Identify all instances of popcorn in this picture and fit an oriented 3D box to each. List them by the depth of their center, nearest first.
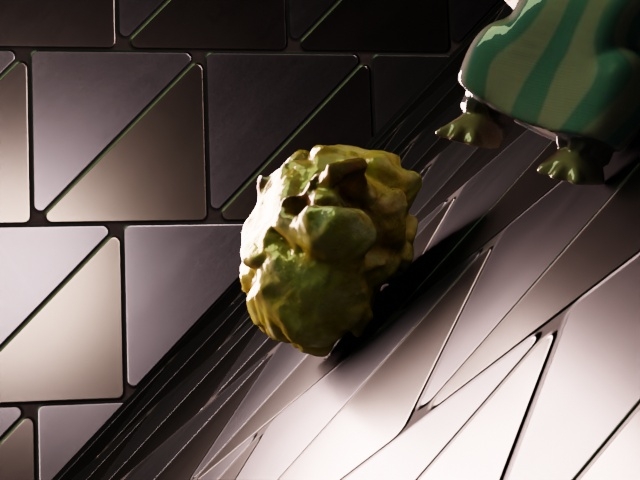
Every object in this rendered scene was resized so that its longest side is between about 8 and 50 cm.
[{"bbox_3d":[0.000,0.000,1.701,0.233,0.192,0.266,-55,-8,-24],"label":"popcorn"}]

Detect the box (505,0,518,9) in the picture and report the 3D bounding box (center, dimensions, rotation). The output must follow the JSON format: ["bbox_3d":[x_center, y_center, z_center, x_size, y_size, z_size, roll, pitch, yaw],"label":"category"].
[{"bbox_3d":[0.234,-0.343,1.716,0.095,0.330,0.210,-48,6,-15],"label":"box"}]

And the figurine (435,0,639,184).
[{"bbox_3d":[0.297,-0.221,1.445,0.378,0.266,0.361,10,-79,-59],"label":"figurine"}]
